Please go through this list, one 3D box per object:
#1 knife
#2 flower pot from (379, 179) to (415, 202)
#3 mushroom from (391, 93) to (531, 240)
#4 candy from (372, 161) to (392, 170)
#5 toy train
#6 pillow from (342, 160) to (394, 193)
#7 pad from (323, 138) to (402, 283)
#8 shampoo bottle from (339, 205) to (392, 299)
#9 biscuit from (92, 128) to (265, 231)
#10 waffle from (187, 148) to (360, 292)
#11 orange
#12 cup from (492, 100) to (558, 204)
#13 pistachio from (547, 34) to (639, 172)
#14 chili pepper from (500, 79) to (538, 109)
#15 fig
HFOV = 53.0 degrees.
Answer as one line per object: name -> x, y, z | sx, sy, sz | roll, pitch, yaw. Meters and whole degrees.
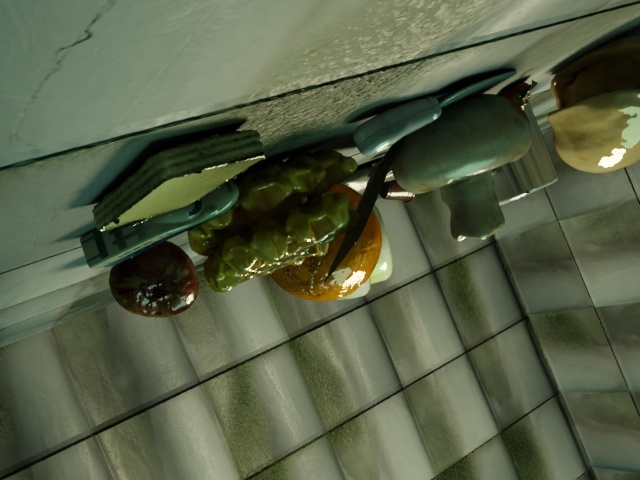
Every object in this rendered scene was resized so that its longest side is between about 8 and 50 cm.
knife -> 0.183, -0.199, 0.910 | 0.331, 0.044, 0.080 | -28, 178, -26
flower pot -> 0.224, -0.166, 1.929 | 0.089, 0.111, 0.111 | -6, 173, -22
mushroom -> 0.242, -0.117, 1.059 | 0.243, 0.244, 0.243 | -22, 179, 0
candy -> 0.202, -0.189, 1.396 | 0.182, 0.047, 0.053 | -24, -179, -8
toy train -> -0.213, -0.026, 0.848 | 0.233, 0.052, 0.051 | -23, 174, 23
pillow -> 0.135, -0.154, 1.497 | 0.254, 0.059, 0.169 | -23, -178, -18
pad -> 0.072, -0.066, 1.015 | 0.159, 0.009, 0.265 | -55, -172, 53
shampoo bottle -> 0.058, 0.033, 2.061 | 0.317, 0.323, 0.322 | -17, 179, -2
biscuit -> -0.154, -0.060, 0.670 | 0.121, 0.041, 0.199 | -25, -178, -39
waffle -> -0.077, -0.026, 1.009 | 0.261, 0.151, 0.324 | -20, 173, -10
orange -> 0.000, 0.000, 1.285 | 0.246, 0.246, 0.246 | -22, 179, 0
cup -> 0.395, -0.184, 1.426 | 0.221, 0.202, 0.167 | -23, 177, -1
pistachio -> 0.544, -0.248, 1.187 | 0.237, 0.229, 0.321 | 3, 169, 5
chili pepper -> 0.355, -0.258, 1.198 | 0.050, 0.059, 0.268 | 16, -176, 2
fig -> -0.328, 0.074, 1.222 | 0.160, 0.143, 0.230 | 14, 167, -29
